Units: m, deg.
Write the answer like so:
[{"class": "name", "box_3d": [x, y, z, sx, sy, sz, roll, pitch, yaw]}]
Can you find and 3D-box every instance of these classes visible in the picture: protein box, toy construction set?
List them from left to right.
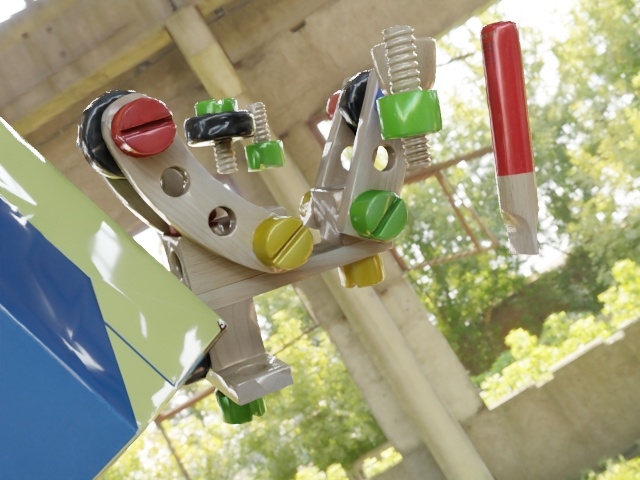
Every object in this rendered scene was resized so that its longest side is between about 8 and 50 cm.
[{"class": "protein box", "box_3d": [-0.199, 0.067, 0.415, 0.201, 0.200, 0.136, -47, 2, 17]}, {"class": "toy construction set", "box_3d": [0.000, 0.000, 0.559, 0.309, 0.237, 0.257, -6, 5, 38]}]
